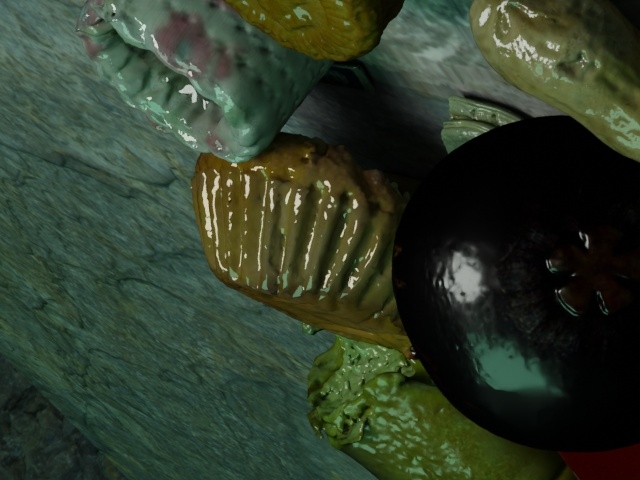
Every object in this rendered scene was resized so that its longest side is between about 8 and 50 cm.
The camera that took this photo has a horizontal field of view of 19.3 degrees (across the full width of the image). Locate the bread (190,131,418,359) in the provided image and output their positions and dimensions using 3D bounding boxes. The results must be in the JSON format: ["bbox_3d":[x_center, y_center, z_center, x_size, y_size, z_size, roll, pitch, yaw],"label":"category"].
[{"bbox_3d":[0.000,0.000,1.732,0.274,0.149,0.274,18,168,4],"label":"bread"}]

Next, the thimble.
[{"bbox_3d":[-0.098,-0.181,1.598,0.185,0.149,0.211,19,155,45],"label":"thimble"}]

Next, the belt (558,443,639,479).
[{"bbox_3d":[0.288,0.185,1.695,0.324,0.115,0.227,53,-169,3],"label":"belt"}]

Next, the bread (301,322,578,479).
[{"bbox_3d":[0.164,0.196,1.953,0.376,0.208,0.251,40,146,-25],"label":"bread"}]

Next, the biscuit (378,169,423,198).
[{"bbox_3d":[0.140,-0.008,1.800,0.247,0.029,0.118,17,154,42],"label":"biscuit"}]

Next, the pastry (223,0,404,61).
[{"bbox_3d":[-0.016,-0.226,1.415,0.188,0.103,0.189,31,161,12],"label":"pastry"}]

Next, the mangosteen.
[{"bbox_3d":[0.189,0.037,1.496,0.275,0.275,0.302,35,176,0],"label":"mangosteen"}]

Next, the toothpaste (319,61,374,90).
[{"bbox_3d":[-0.011,-0.157,1.708,0.140,0.021,0.037,16,156,38],"label":"toothpaste"}]

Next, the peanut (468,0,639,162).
[{"bbox_3d":[0.198,-0.119,1.334,0.214,0.099,0.099,37,161,-8],"label":"peanut"}]

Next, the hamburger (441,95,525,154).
[{"bbox_3d":[0.156,-0.071,1.589,0.084,0.054,0.121,16,146,48],"label":"hamburger"}]
